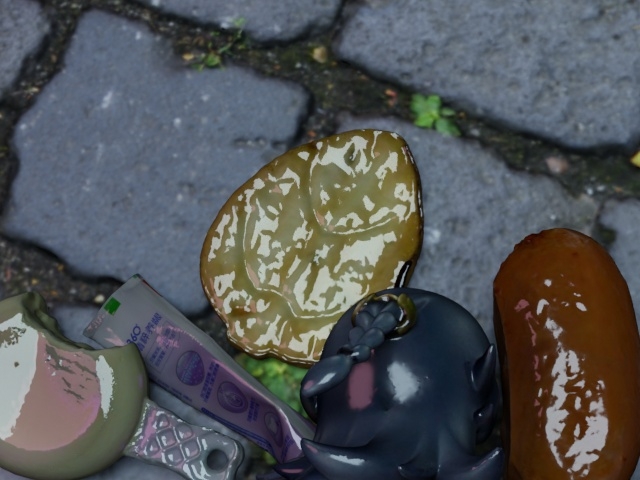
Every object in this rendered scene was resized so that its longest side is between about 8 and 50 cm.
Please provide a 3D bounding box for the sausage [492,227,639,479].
[{"bbox_3d":[0.215,0.114,1.055,0.133,0.133,0.258,-3,70,8],"label":"sausage"}]

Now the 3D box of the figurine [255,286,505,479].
[{"bbox_3d":[0.059,0.148,0.988,0.175,0.265,0.197,20,109,-2],"label":"figurine"}]

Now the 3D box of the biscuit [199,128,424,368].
[{"bbox_3d":[0.002,0.002,1.170,0.203,0.041,0.260,32,79,20],"label":"biscuit"}]

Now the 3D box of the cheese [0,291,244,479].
[{"bbox_3d":[-0.203,0.156,1.123,0.286,0.082,0.163,18,87,12],"label":"cheese"}]

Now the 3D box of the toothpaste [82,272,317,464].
[{"bbox_3d":[-0.096,0.136,1.136,0.301,0.048,0.075,34,108,24],"label":"toothpaste"}]
